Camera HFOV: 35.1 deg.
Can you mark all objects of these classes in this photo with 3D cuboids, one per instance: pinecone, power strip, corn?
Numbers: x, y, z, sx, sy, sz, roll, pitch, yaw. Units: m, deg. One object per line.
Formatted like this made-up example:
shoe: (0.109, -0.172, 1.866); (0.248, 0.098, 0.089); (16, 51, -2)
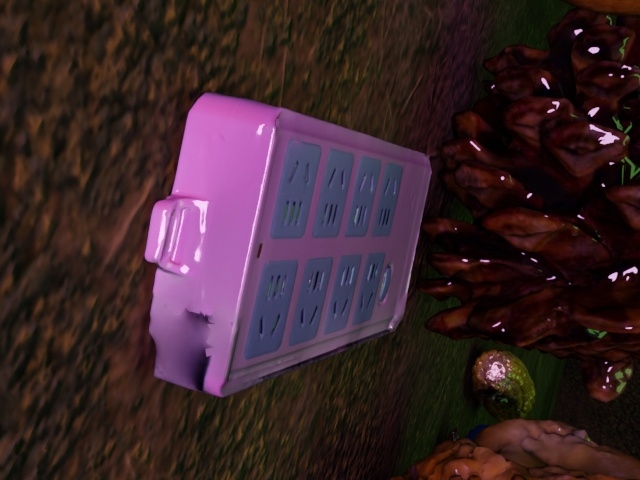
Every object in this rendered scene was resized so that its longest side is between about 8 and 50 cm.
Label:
pinecone: (0.220, -0.036, 0.724); (0.242, 0.298, 0.296); (80, 15, -58)
power strip: (0.000, 0.000, 0.481); (0.279, 0.037, 0.109); (-2, 104, -71)
corn: (0.216, 0.172, 1.200); (0.203, 0.072, 0.072); (49, 56, -66)

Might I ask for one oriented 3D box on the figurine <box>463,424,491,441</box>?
figurine: (0.192, 0.309, 1.094); (0.262, 0.120, 0.164); (84, 17, -65)

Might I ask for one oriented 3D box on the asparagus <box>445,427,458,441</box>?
asparagus: (0.133, 0.256, 1.093); (0.014, 0.015, 0.114); (8, 94, -37)

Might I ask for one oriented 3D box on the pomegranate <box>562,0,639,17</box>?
pomegranate: (0.210, -0.279, 0.609); (0.252, 0.229, 0.270); (65, 36, -63)

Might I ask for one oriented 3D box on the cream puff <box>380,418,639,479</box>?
cream puff: (0.115, 0.270, 0.699); (0.343, 0.231, 0.327); (-89, -174, -48)
